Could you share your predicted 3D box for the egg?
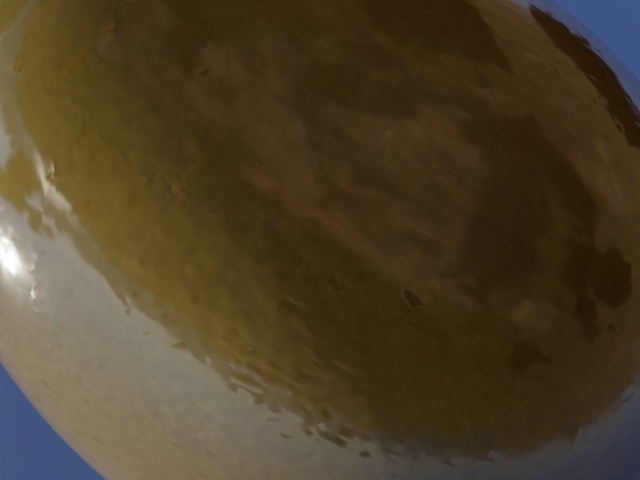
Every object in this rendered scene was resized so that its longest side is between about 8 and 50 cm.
[{"bbox_3d":[0.000,0.000,0.504,0.322,0.250,0.250,28,-124,-10],"label":"egg"}]
